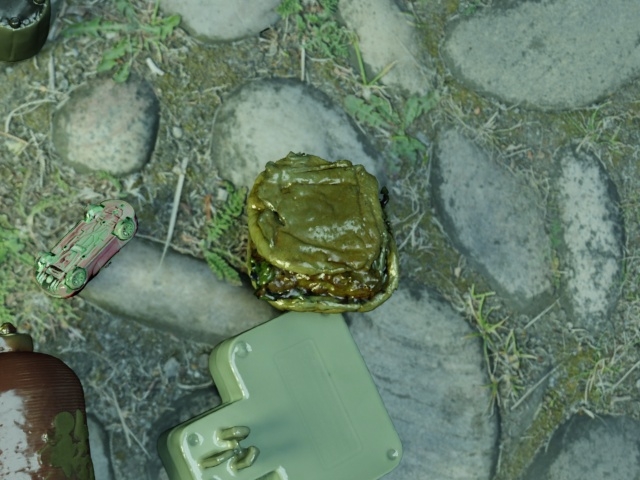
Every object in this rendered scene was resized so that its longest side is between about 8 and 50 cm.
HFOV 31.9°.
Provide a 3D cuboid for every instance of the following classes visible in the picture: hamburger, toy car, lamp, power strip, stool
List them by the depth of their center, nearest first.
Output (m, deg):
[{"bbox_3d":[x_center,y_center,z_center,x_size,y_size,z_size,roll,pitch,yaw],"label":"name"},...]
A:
[{"bbox_3d":[-0.327,0.219,1.183,0.180,0.180,0.258,-3,76,-24],"label":"lamp"},{"bbox_3d":[-0.360,-0.264,1.306,0.096,0.110,0.096,4,78,-18],"label":"stool"},{"bbox_3d":[-0.270,0.011,1.310,0.142,0.069,0.055,-49,141,-25],"label":"toy car"},{"bbox_3d":[-0.048,0.213,1.319,0.261,0.141,0.229,-23,86,-29],"label":"power strip"},{"bbox_3d":[0.000,0.000,1.374,0.183,0.130,0.206,1,60,-6],"label":"hamburger"}]
